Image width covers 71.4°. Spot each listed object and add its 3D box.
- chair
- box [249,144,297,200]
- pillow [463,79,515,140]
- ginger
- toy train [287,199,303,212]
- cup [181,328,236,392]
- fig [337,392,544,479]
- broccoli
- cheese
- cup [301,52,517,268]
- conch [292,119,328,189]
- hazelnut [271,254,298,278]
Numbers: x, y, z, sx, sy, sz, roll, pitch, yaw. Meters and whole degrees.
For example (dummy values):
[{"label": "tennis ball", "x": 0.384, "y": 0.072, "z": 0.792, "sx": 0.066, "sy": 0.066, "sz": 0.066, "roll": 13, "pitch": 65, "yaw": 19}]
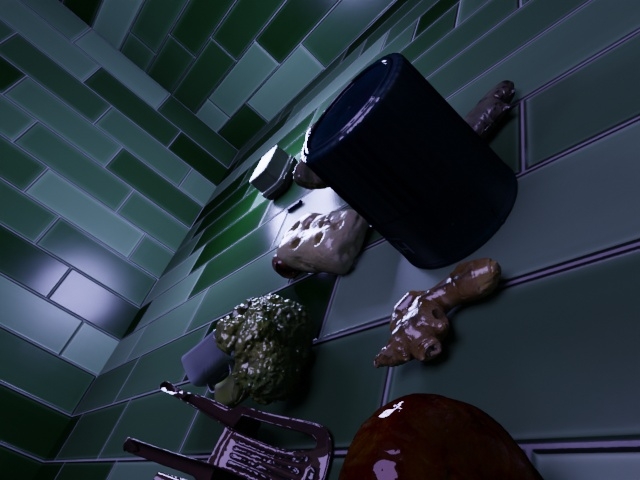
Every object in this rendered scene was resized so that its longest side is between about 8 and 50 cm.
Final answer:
[{"label": "chair", "x": -0.139, "y": 0.371, "z": 0.762, "sx": 0.326, "sy": 0.183, "sz": 0.176, "roll": 15, "pitch": 57, "yaw": 17}, {"label": "box", "x": -0.193, "y": -0.284, "z": 1.863, "sx": 0.148, "sy": 0.129, "sz": 0.210, "roll": -30, "pitch": 29, "yaw": 39}, {"label": "pillow", "x": 0.313, "y": -0.225, "z": 0.892, "sx": 0.241, "sy": 0.051, "sz": 0.093, "roll": -48, "pitch": 17, "yaw": 6}, {"label": "ginger", "x": 0.172, "y": 0.107, "z": 0.647, "sx": 0.214, "sy": 0.059, "sz": 0.133, "roll": -36, "pitch": 19, "yaw": 31}, {"label": "toy train", "x": -0.093, "y": -0.118, "z": 1.561, "sx": 0.083, "sy": 0.017, "sz": 0.017, "roll": -30, "pitch": 29, "yaw": 43}, {"label": "cup", "x": -0.270, "y": 0.313, "z": 1.135, "sx": 0.129, "sy": 0.095, "sz": 0.128, "roll": -43, "pitch": 60, "yaw": 15}, {"label": "fig", "x": 0.080, "y": 0.286, "z": 0.431, "sx": 0.290, "sy": 0.190, "sz": 0.191, "roll": -59, "pitch": 16, "yaw": 27}, {"label": "broccoli", "x": -0.152, "y": 0.217, "z": 0.927, "sx": 0.302, "sy": 0.186, "sz": 0.254, "roll": -23, "pitch": 44, "yaw": 39}, {"label": "cheese", "x": -0.001, "y": -0.001, "z": 1.081, "sx": 0.262, "sy": 0.093, "sz": 0.159, "roll": -4, "pitch": 46, "yaw": 53}, {"label": "cup", "x": 0.142, "y": -0.148, "z": 0.785, "sx": 0.242, "sy": 0.292, "sz": 0.308, "roll": -42, "pitch": 25, "yaw": 23}, {"label": "conch", "x": 0.032, "y": -0.241, "z": 1.342, "sx": 0.210, "sy": 0.158, "sz": 0.291, "roll": -65, "pitch": -14, "yaw": -10}, {"label": "hazelnut", "x": -0.093, "y": 0.063, "z": 1.199, "sx": 0.086, "sy": 0.086, "sz": 0.086, "roll": -41, "pitch": 24, "yaw": 23}]
